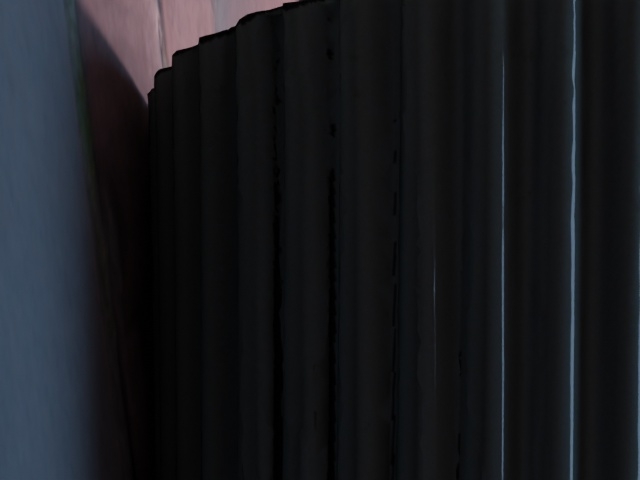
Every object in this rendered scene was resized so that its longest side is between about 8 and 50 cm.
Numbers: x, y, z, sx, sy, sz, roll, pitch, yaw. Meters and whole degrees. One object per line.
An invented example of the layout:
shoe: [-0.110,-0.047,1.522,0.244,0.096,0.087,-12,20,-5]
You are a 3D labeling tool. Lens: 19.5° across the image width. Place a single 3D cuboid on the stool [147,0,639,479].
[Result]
stool: [0.072,0.106,0.700,0.297,0.297,0.330,68,24,-76]
